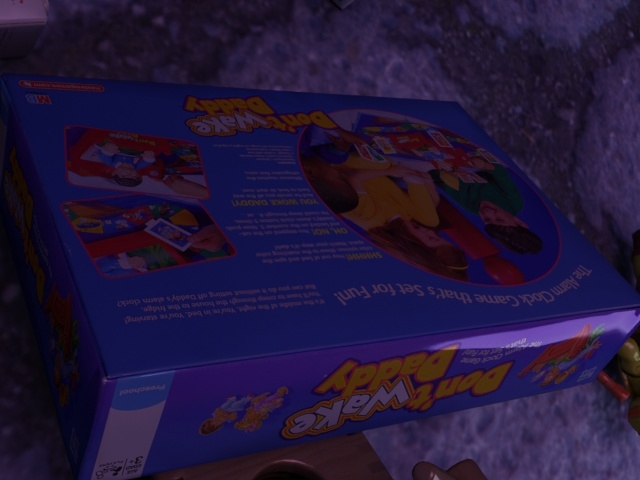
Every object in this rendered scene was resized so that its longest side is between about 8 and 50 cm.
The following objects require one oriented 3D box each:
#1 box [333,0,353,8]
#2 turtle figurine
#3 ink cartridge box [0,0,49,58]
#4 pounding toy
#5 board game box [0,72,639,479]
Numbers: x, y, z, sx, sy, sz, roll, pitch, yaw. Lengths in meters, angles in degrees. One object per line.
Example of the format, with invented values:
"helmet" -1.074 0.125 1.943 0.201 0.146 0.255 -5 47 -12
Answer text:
"box" 0.098 -0.338 0.596 0.127 0.262 0.231 44 59 -16
"turtle figurine" 0.324 0.106 0.736 0.270 0.087 0.217 36 55 -10
"ink cartridge box" -0.249 -0.160 0.457 0.151 0.063 0.109 -14 85 -33
"pounding toy" 0.005 0.154 0.468 0.206 0.181 0.094 -9 46 -33
"board game box" 0.000 0.000 0.492 0.347 0.078 0.233 -3 43 -32
